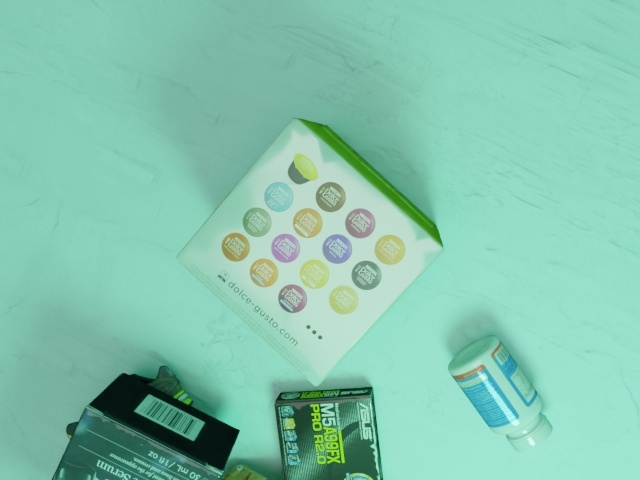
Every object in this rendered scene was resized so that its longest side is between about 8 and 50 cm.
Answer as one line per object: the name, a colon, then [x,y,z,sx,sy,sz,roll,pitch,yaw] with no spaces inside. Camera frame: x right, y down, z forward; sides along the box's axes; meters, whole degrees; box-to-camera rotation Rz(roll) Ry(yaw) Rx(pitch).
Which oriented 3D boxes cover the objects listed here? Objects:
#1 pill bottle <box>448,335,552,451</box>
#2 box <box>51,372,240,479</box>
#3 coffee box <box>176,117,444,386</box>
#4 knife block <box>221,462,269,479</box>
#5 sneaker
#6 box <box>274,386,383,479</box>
pill bottle: [0.372,0.317,1.386,0.124,0.124,0.221,-35,91,12]
box: [-0.393,0.531,1.397,0.294,0.212,0.395,26,98,-1]
coffee box: [0.000,0.000,1.295,0.338,0.338,0.334,42,101,1]
knife block: [-0.103,0.648,1.493,0.276,0.088,0.241,12,123,42]
sneaker: [-0.445,0.374,1.547,0.300,0.111,0.121,-21,87,4]
box: [0.023,0.466,1.496,0.217,0.060,0.269,-5,97,10]
